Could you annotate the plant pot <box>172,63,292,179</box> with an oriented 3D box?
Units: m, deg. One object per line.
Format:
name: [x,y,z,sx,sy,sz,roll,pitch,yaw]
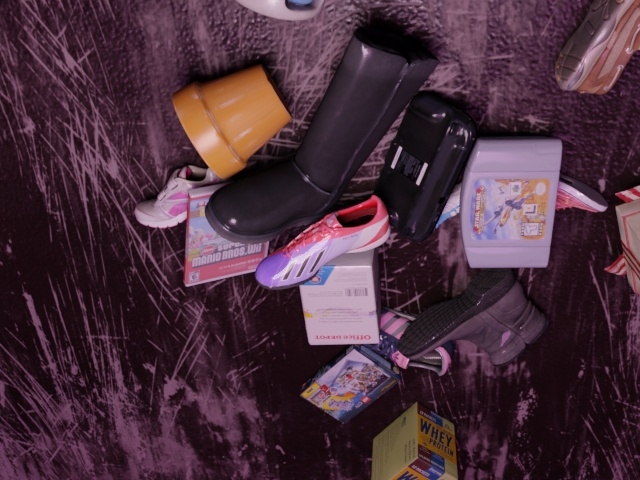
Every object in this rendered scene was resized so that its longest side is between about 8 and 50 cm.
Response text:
plant pot: [-0.168,-0.258,1.611,0.188,0.205,0.205,-29,118,7]

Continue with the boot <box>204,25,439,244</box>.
boot: [-0.002,-0.206,1.542,0.146,0.367,0.445,50,127,16]

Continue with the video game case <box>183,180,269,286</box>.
video game case: [-0.207,-0.019,1.788,0.204,0.025,0.285,-12,138,-24]

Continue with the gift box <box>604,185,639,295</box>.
gift box: [0.751,0.024,1.642,0.276,0.258,0.255,-14,122,7]

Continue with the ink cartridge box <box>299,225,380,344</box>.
ink cartridge box: [0.050,0.104,1.838,0.171,0.168,0.233,-1,124,8]

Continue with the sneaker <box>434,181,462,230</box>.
sneaker: [0.259,-0.085,1.746,0.083,0.071,0.190,41,119,-13]

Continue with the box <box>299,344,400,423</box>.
box: [0.077,0.379,2.101,0.159,0.044,0.233,36,121,-17]

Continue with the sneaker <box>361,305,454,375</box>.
sneaker: [0.176,0.247,1.945,0.318,0.131,0.112,11,127,0]

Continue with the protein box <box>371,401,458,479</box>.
protein box: [0.251,0.590,2.132,0.136,0.200,0.201,32,122,-15]

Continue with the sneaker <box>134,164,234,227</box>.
sneaker: [-0.311,-0.112,1.782,0.252,0.103,0.111,-18,120,9]

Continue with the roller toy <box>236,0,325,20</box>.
roller toy: [-0.076,-0.491,1.427,0.209,0.191,0.146,16,126,-5]

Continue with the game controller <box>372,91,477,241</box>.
game controller: [0.213,-0.152,1.677,0.166,0.067,0.319,43,130,29]

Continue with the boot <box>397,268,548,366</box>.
boot: [0.370,0.230,1.873,0.338,0.118,0.223,-34,115,7]

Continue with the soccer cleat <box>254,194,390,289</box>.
soccer cleat: [0.000,0.000,1.680,0.318,0.109,0.116,-24,143,-8]

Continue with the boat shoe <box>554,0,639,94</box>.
boat shoe: [0.567,-0.410,1.461,0.116,0.123,0.324,17,132,-14]

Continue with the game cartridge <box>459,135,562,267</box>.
game cartridge: [0.395,-0.074,1.669,0.198,0.062,0.297,-3,117,-2]

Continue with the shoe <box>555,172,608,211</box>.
shoe: [0.528,-0.092,1.713,0.178,0.063,0.081,26,125,-5]
